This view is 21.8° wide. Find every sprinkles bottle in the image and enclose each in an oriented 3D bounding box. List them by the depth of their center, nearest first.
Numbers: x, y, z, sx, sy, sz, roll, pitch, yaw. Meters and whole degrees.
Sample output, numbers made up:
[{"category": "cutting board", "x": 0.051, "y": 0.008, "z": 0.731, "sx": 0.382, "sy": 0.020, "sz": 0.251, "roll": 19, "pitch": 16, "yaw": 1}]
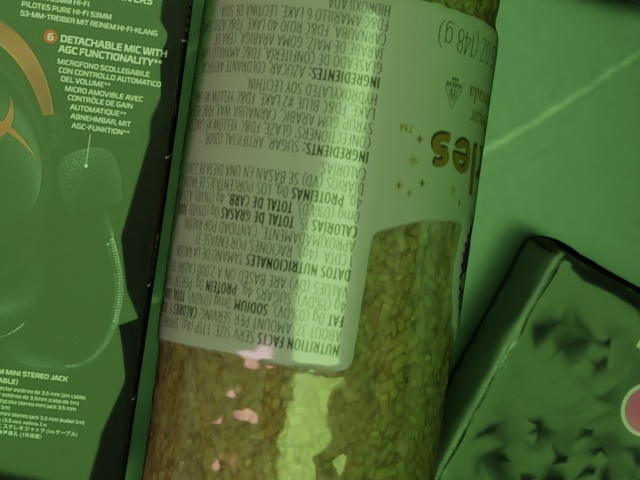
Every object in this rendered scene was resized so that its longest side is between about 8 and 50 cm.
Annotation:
[{"category": "sprinkles bottle", "x": 0.000, "y": 0.000, "z": 0.638, "sx": 0.121, "sy": 0.121, "sz": 0.355, "roll": 8, "pitch": 88, "yaw": -6}]

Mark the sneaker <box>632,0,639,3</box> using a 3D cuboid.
[{"category": "sneaker", "x": 0.166, "y": -0.192, "z": 0.682, "sx": 0.083, "sy": 0.084, "sz": 0.215, "roll": 27, "pitch": 97, "yaw": -21}]

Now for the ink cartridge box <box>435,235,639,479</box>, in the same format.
[{"category": "ink cartridge box", "x": 0.084, "y": 0.200, "z": 0.724, "sx": 0.176, "sy": 0.069, "sz": 0.371, "roll": 28, "pitch": 96, "yaw": -8}]

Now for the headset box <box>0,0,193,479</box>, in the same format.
[{"category": "headset box", "x": -0.165, "y": -0.048, "z": 0.645, "sx": 0.218, "sy": 0.110, "sz": 0.293, "roll": 7, "pitch": 96, "yaw": -6}]
